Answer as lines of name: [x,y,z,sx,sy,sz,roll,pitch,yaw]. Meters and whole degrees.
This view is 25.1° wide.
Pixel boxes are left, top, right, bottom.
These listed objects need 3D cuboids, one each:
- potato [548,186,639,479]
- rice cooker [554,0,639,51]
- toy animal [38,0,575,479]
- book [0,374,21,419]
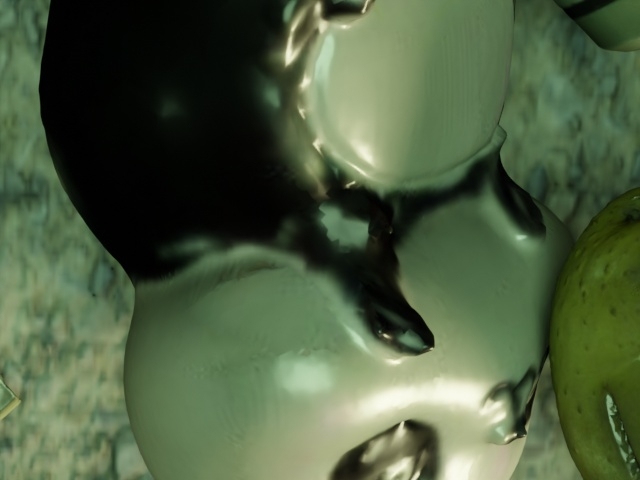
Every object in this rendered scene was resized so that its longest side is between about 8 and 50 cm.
potato: [0.202,0.082,0.640,0.169,0.143,0.248,-44,104,-18]
rice cooker: [0.165,-0.215,0.686,0.226,0.226,0.244,-45,96,2]
toy animal: [0.000,0.000,0.694,0.251,0.251,0.309,-7,103,-4]
book: [-0.278,0.057,0.777,0.138,0.016,0.198,-40,98,1]
